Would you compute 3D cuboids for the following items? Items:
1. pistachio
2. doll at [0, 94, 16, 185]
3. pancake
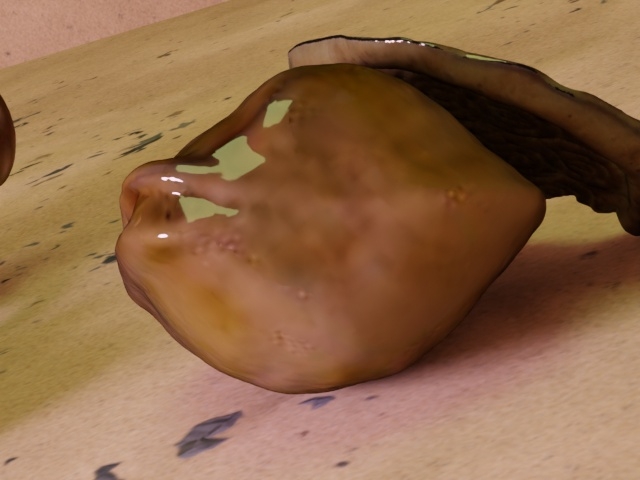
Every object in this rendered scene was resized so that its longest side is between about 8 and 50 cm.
[{"bbox_3d":[0.000,0.000,0.951,0.213,0.162,0.260,4,-7,-8],"label":"pistachio"},{"bbox_3d":[-0.387,-0.018,1.392,0.318,0.209,0.340,4,18,13],"label":"doll"},{"bbox_3d":[0.083,-0.055,0.995,0.235,0.212,0.029,-6,57,57],"label":"pancake"}]
